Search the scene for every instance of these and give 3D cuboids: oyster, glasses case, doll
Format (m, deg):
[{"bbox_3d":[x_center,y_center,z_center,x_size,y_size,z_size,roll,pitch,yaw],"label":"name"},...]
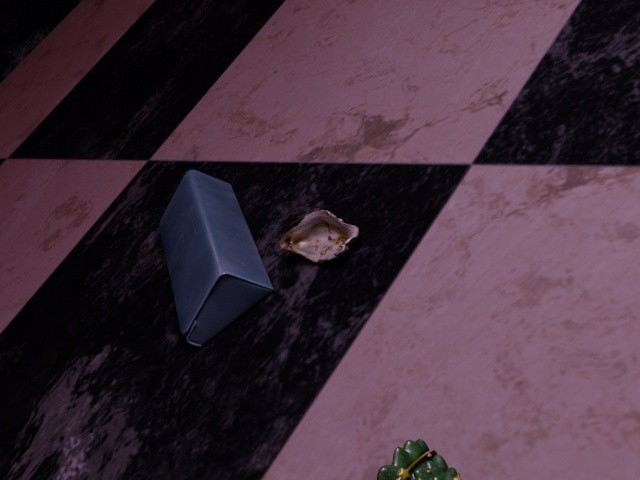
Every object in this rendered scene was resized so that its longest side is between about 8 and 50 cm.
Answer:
[{"bbox_3d":[0.001,-0.003,0.855,0.093,0.034,0.051,17,79,43],"label":"oyster"},{"bbox_3d":[-0.135,0.005,0.970,0.105,0.056,0.266,-37,31,5],"label":"glasses case"},{"bbox_3d":[0.077,0.164,0.514,0.113,0.076,0.078,6,45,50],"label":"doll"}]
